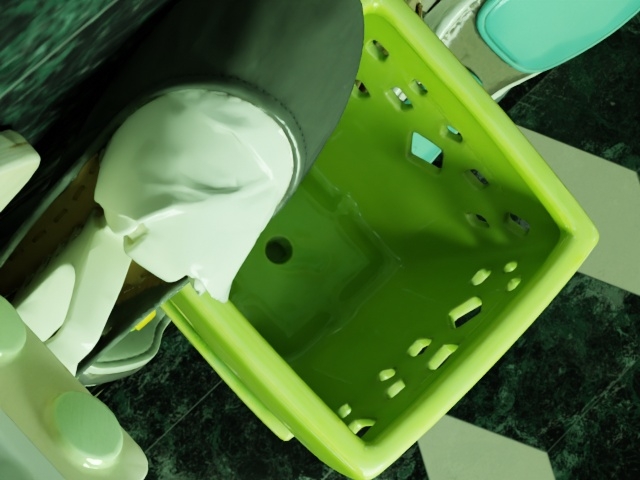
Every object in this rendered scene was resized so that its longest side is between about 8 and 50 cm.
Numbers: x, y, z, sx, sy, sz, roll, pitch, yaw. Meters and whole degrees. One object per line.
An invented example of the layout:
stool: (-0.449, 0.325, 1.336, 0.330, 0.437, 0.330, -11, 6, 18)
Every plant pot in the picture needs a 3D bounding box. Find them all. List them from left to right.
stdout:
plant pot: (0.000, 0.000, 0.810, 0.227, 0.228, 0.207, -43, -173, -18)

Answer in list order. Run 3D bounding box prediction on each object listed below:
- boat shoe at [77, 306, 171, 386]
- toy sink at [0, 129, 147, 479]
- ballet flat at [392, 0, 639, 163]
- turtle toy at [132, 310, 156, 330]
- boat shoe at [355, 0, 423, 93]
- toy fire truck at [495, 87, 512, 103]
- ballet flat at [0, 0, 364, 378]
boat shoe: (-0.179, 0.081, 1.032, 0.068, 0.081, 0.228, -47, -179, 16)
toy sink: (-0.166, 0.094, 0.442, 0.234, 0.131, 0.153, -43, 179, 24)
ballet flat: (0.126, -0.181, 1.053, 0.400, 0.139, 0.139, -40, 180, 16)
turtle toy: (-0.162, 0.052, 0.810, 0.095, 0.066, 0.130, -41, 180, -9)
boat shoe: (0.049, -0.148, 0.888, 0.063, 0.059, 0.170, -42, 179, -37)
toy fire truck: (0.234, -0.269, 1.291, 0.217, 0.158, 0.246, -42, 167, -25)
ballet flat: (-0.080, 0.002, 0.524, 0.280, 0.095, 0.096, -44, -150, 25)
